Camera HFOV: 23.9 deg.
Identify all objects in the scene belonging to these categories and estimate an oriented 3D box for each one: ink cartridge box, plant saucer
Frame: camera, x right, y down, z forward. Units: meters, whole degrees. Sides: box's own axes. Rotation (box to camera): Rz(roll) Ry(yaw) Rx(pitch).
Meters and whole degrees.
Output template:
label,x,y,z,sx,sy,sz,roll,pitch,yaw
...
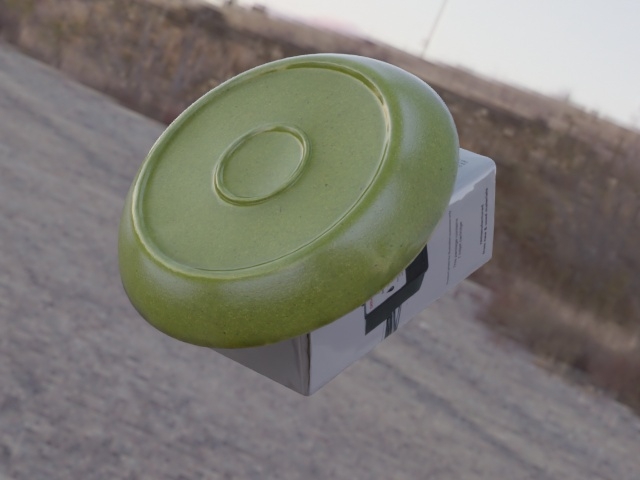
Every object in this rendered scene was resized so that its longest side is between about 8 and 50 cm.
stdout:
label,x,y,z,sx,sy,sz,roll,pitch,yaw
ink cartridge box,0.000,0.000,1.039,0.153,0.086,0.208,24,40,34
plant saucer,-0.031,-0.040,0.971,0.241,0.241,0.037,26,-23,41
